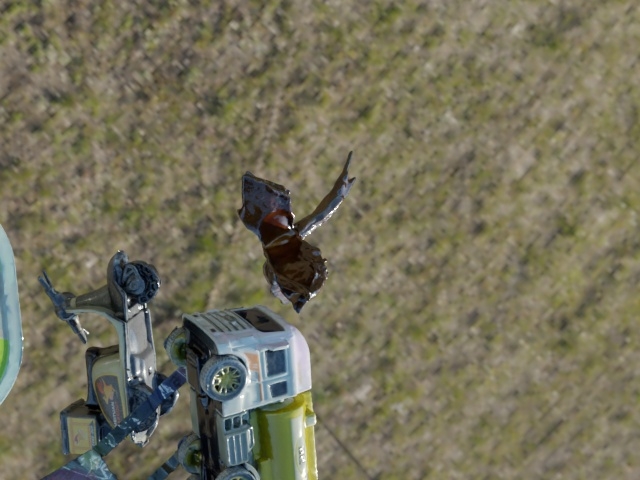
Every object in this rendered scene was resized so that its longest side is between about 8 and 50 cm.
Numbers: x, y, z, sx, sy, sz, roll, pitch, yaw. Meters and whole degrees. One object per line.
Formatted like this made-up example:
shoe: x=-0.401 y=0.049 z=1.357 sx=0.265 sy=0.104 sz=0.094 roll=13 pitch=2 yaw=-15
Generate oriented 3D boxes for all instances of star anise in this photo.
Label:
star anise: x=-0.003 y=-0.009 z=1.248 sx=0.144 sy=0.140 sz=0.158 roll=-21 pitch=171 yaw=-11

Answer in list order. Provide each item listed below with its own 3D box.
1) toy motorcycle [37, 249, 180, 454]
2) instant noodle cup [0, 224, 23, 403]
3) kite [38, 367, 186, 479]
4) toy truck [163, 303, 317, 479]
toy motorcycle: x=-0.267 y=0.142 z=1.595 sx=0.091 sy=0.157 sz=0.263 roll=-34 pitch=121 yaw=-70
instant noodle cup: x=-0.479 y=0.036 z=1.254 sx=0.294 sy=0.308 sz=0.293 roll=-14 pitch=117 yaw=-30
kite: x=-0.189 y=0.254 z=1.201 sx=0.360 sy=0.204 sz=0.022 roll=-46 pitch=172 yaw=-13
toy truck: x=-0.059 y=0.167 z=1.086 sx=0.114 sy=0.098 sz=0.226 roll=-13 pitch=111 yaw=-25
